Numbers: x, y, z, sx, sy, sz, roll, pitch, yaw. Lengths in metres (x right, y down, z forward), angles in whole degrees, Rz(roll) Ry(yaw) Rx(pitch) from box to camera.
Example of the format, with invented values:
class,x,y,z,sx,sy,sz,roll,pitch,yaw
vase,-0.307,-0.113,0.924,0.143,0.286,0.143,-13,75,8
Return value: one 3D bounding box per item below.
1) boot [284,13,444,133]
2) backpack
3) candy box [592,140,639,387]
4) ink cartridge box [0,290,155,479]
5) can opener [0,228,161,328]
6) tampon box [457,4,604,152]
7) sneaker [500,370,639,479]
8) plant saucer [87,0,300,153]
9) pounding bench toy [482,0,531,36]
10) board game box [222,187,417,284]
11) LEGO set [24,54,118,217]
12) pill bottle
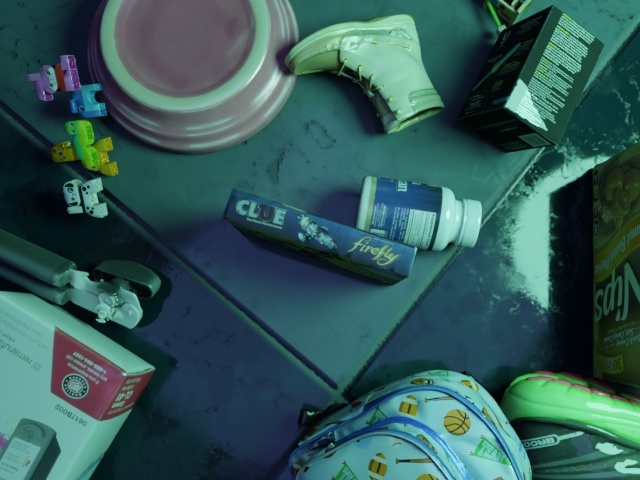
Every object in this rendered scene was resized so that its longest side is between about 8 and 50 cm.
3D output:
class,x,y,z,sx,sy,sz,roll,pitch,yaw
boot,0.068,-0.236,0.880,0.213,0.077,0.165,-18,84,-15
backpack,0.117,0.293,0.732,0.263,0.213,0.276,-36,83,11
candy box,0.440,0.034,0.789,0.088,0.183,0.316,4,83,3
ink cartridge box,-0.411,0.253,0.809,0.226,0.131,0.306,29,83,5
can opener,-0.376,0.049,0.871,0.280,0.093,0.074,20,128,4
tampon box,0.297,-0.224,0.847,0.101,0.120,0.161,29,85,-17
sneaker,0.463,0.324,0.754,0.483,0.185,0.202,17,95,21
plant saucer,-0.197,-0.301,0.900,0.332,0.084,0.332,0,82,2
pounding bench toy,0.279,-0.363,0.912,0.065,0.052,0.083,40,85,6
board game box,0.000,0.000,0.815,0.243,0.165,0.042,18,83,3
LEGO set,-0.368,-0.150,0.876,0.093,0.087,0.227,-4,106,10
pill bottle,0.138,-0.036,0.851,0.170,0.094,0.094,9,83,2
